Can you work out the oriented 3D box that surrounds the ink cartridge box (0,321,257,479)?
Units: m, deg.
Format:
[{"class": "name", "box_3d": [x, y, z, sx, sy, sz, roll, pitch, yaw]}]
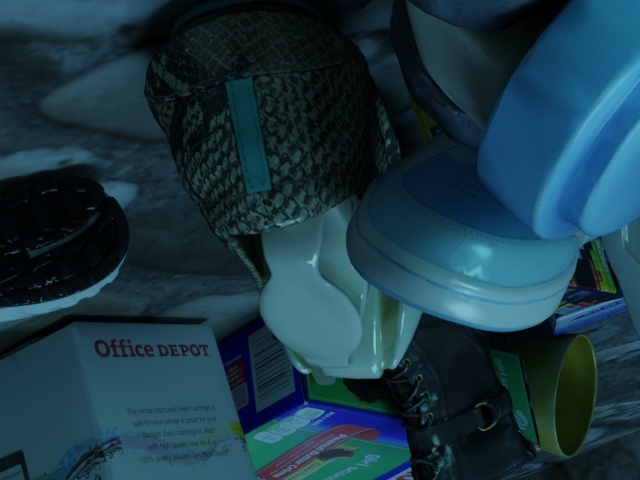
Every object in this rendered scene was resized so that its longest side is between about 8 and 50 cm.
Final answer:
[{"class": "ink cartridge box", "box_3d": [-0.188, 0.229, 1.495, 0.197, 0.270, 0.198, -27, 162, 31]}]

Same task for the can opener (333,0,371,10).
[{"class": "can opener", "box_3d": [-0.010, -0.157, 0.798, 0.073, 0.059, 0.186, -20, 164, 7]}]

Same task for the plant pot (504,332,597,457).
[{"class": "plant pot", "box_3d": [0.232, 0.161, 1.820, 0.095, 0.134, 0.134, 6, 176, 28]}]

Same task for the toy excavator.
[{"class": "toy excavator", "box_3d": [0.298, -0.097, 0.701, 0.433, 0.445, 0.222, -42, 165, -5]}]

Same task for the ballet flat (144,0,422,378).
[{"class": "ballet flat", "box_3d": [0.000, 0.000, 1.104, 0.164, 0.182, 0.483, -11, 166, 8]}]

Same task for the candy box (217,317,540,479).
[{"class": "candy box", "box_3d": [0.018, 0.186, 1.736, 0.317, 0.122, 0.268, 13, 147, -38]}]

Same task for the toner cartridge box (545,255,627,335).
[{"class": "toner cartridge box", "box_3d": [0.389, 0.000, 1.709, 0.348, 0.075, 0.165, -20, 168, 4]}]

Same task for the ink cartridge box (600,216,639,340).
[{"class": "ink cartridge box", "box_3d": [0.361, -0.002, 1.426, 0.129, 0.223, 0.307, -28, 162, 29]}]

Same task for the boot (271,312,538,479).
[{"class": "boot", "box_3d": [0.088, 0.144, 1.562, 0.263, 0.229, 0.091, -12, -177, -32]}]

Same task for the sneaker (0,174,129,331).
[{"class": "sneaker", "box_3d": [-0.260, 0.036, 1.094, 0.272, 0.100, 0.108, -13, 168, -19]}]

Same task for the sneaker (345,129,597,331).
[{"class": "sneaker", "box_3d": [0.122, -0.087, 0.913, 0.319, 0.127, 0.208, -40, 152, -62]}]

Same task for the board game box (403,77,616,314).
[{"class": "board game box", "box_3d": [0.130, -0.039, 1.143, 0.048, 0.170, 0.141, -25, 164, 27]}]

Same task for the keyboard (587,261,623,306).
[{"class": "keyboard", "box_3d": [0.286, 0.020, 1.533, 0.108, 0.023, 0.180, -15, -172, 28]}]

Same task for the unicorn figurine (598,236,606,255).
[{"class": "unicorn figurine", "box_3d": [0.251, -0.006, 1.580, 0.162, 0.060, 0.111, -9, 169, -41]}]

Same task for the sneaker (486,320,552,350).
[{"class": "sneaker", "box_3d": [0.140, 0.152, 1.905, 0.281, 0.105, 0.115, -26, 158, 17]}]
